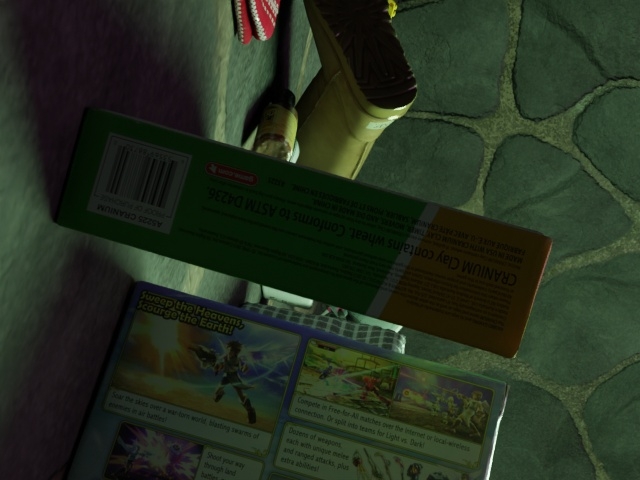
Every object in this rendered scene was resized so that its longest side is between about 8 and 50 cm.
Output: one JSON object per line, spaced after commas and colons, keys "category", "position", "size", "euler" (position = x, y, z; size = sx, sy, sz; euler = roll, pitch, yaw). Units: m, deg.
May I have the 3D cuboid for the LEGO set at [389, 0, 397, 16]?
{"category": "LEGO set", "position": [0.070, -0.366, 1.186], "size": [0.087, 0.093, 0.227], "euler": [-66, 170, -63]}

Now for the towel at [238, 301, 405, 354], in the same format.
{"category": "towel", "position": [-0.020, 0.186, 1.010], "size": [0.283, 0.235, 0.121], "euler": [-68, 168, -65]}

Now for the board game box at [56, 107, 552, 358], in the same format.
{"category": "board game box", "position": [0.000, 0.000, 0.563], "size": [0.316, 0.242, 0.064], "euler": [26, 80, -85]}

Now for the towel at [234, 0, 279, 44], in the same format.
{"category": "towel", "position": [-0.018, -0.317, 0.653], "size": [0.199, 0.031, 0.274], "euler": [93, 13, -66]}

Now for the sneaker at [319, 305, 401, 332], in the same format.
{"category": "sneaker", "position": [-0.008, 0.167, 1.269], "size": [0.295, 0.123, 0.178], "euler": [-30, -171, 29]}

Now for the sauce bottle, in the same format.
{"category": "sauce bottle", "position": [-0.045, -0.121, 0.878], "size": [0.128, 0.042, 0.042], "euler": [-85, -174, -56]}

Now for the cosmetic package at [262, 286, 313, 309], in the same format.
{"category": "cosmetic package", "position": [-0.034, 0.009, 1.210], "size": [0.231, 0.086, 0.117], "euler": [97, 9, -70]}

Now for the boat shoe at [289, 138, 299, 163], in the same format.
{"category": "boat shoe", "position": [-0.060, -0.069, 0.902], "size": [0.040, 0.049, 0.142], "euler": [69, 30, -50]}

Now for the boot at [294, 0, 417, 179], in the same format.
{"category": "boot", "position": [0.001, -0.179, 0.949], "size": [0.269, 0.089, 0.236], "euler": [131, -52, -65]}

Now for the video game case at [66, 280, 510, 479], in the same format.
{"category": "video game case", "position": [-0.033, 0.180, 0.563], "size": [0.061, 0.270, 0.244], "euler": [93, 13, -74]}
